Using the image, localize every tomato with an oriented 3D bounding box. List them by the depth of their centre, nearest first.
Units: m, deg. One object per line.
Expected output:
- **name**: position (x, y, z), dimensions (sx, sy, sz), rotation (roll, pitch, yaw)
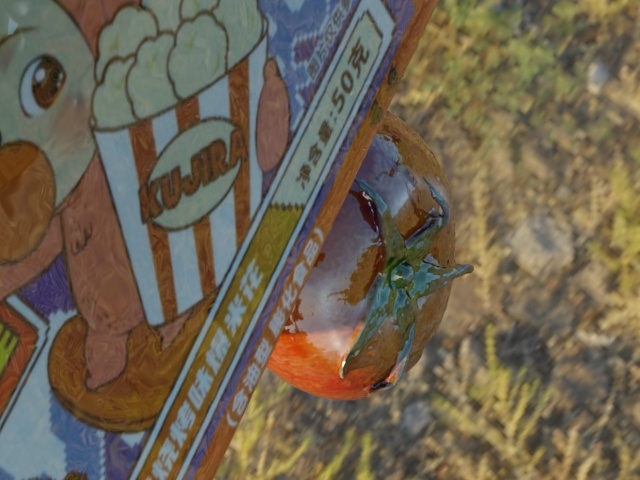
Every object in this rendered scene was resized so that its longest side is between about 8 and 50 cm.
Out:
- **tomato**: position (0.000, 0.000, 1.006), dimensions (0.167, 0.167, 0.167), rotation (6, 63, -12)

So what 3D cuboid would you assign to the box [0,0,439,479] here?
- **box**: position (-0.173, -0.056, 0.645), dimensions (0.257, 0.318, 0.349), rotation (10, 64, 32)
